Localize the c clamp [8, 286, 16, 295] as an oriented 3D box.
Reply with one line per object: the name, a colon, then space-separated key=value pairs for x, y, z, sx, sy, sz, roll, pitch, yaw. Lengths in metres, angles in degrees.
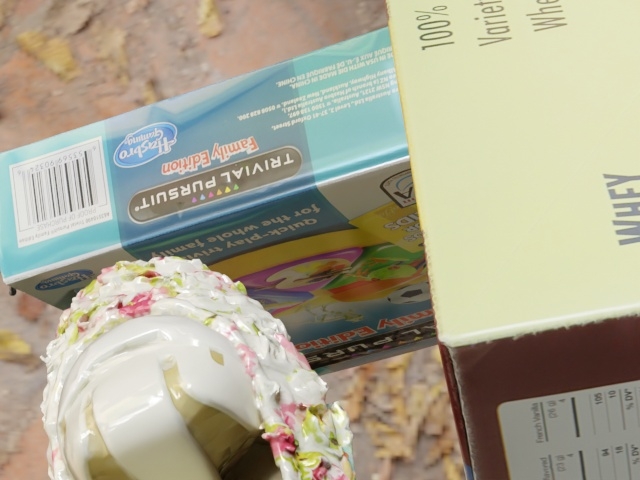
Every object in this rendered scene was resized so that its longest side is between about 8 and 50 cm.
c clamp: x=-0.181 y=-0.009 z=1.293 sx=0.161 sy=0.137 sz=0.022 roll=-4 pitch=50 yaw=-3

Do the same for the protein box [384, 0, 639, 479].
protein box: x=0.133 y=-0.004 z=0.483 sx=0.201 sy=0.199 sz=0.136 roll=-10 pitch=129 yaw=4

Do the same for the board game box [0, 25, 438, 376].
board game box: x=0.000 y=0.000 z=0.967 sx=0.336 sy=0.254 sz=0.079 roll=38 pitch=39 yaw=-64

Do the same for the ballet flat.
ballet flat: x=-0.029 y=0.081 z=0.425 sx=0.091 sy=0.241 sz=0.077 roll=-26 pitch=142 yaw=2
